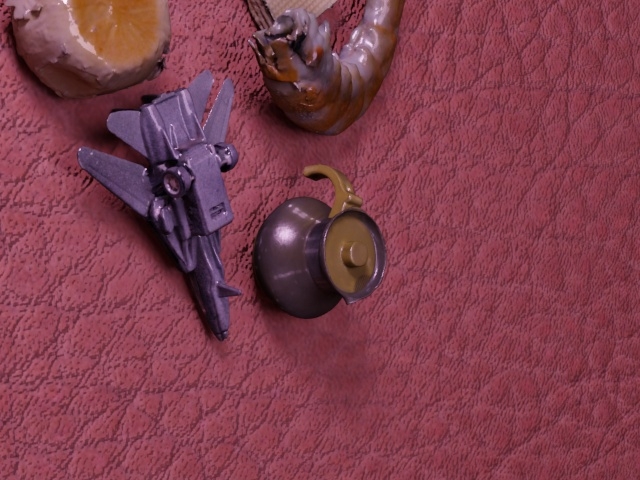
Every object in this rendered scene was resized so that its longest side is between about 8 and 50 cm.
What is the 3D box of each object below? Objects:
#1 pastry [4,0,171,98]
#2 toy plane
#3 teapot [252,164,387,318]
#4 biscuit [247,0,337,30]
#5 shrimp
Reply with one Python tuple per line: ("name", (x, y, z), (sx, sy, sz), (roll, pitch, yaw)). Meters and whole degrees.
("pastry", (-0.212, -0.211, 1.393), (0.166, 0.088, 0.166), (5, 84, -46))
("toy plane", (-0.122, -0.020, 1.470), (0.212, 0.088, 0.267), (-31, 109, -41))
("teapot", (0.000, 0.000, 1.570), (0.130, 0.119, 0.166), (19, 74, -44))
("biscuit", (-0.056, -0.321, 1.592), (0.121, 0.040, 0.199), (-44, 117, -33))
("shrimp", (0.031, -0.210, 1.623), (0.287, 0.068, 0.185), (-41, 142, -38))
